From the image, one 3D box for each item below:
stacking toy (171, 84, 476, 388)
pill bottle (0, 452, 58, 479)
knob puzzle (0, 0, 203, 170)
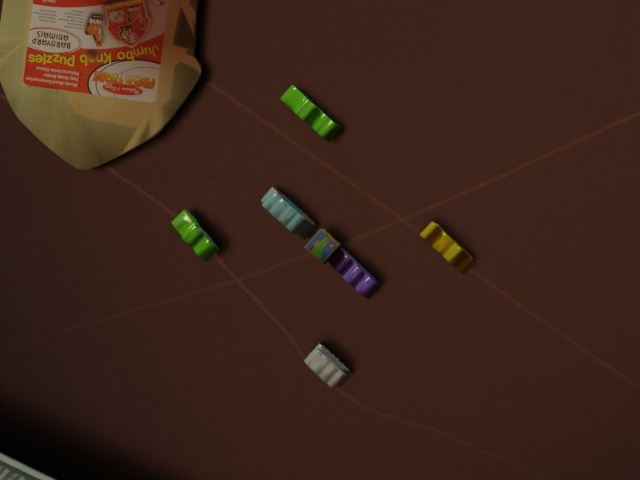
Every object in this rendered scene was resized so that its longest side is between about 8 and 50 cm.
[{"bbox_3d":[0.000,0.000,1.575,0.221,0.052,0.167,44,95,4],"label":"stacking toy"},{"bbox_3d":[-0.238,0.314,1.537,0.363,0.210,0.210,25,96,5],"label":"pill bottle"},{"bbox_3d":[-0.197,-0.158,1.595,0.213,0.030,0.213,0,93,6],"label":"knob puzzle"}]
